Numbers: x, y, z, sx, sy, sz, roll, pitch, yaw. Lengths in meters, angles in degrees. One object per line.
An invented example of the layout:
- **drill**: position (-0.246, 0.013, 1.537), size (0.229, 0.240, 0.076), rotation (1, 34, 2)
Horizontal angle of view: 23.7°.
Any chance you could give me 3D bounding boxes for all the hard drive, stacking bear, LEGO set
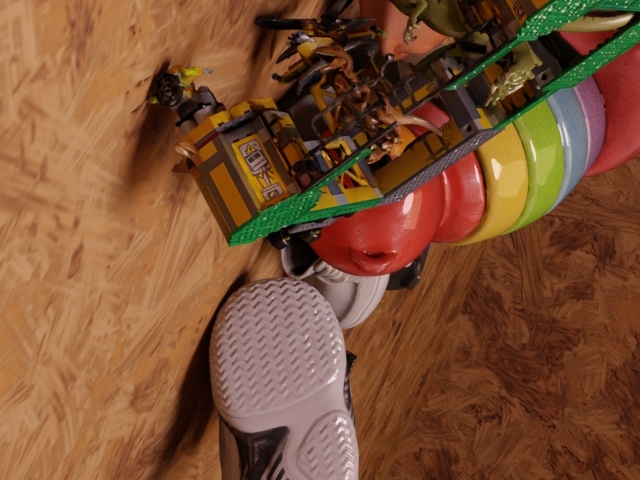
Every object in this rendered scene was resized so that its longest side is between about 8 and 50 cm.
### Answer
- **hard drive**: position (0.018, -0.090, 1.179), size (0.135, 0.022, 0.094), rotation (-41, 130, -40)
- **stacking bear**: position (0.101, -0.069, 1.151), size (0.289, 0.175, 0.164), rotation (-30, 150, -35)
- **LEGO set**: position (0.043, -0.154, 0.895), size (0.255, 0.192, 0.331), rotation (-16, 164, -49)

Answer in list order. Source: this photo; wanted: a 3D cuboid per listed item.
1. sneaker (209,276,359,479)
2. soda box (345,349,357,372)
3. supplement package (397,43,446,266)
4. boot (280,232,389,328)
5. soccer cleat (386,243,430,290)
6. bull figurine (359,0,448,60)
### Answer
- **sneaker**: position (-0.021, 0.225, 1.301), size (0.210, 0.137, 0.366), rotation (79, 7, -79)
- **soda box**: position (-0.024, 0.190, 1.671), size (0.169, 0.060, 0.053), rotation (-65, 168, 9)
- **supplement package**: position (0.082, -0.087, 1.408), size (0.105, 0.105, 0.179), rotation (-40, 154, -62)
- **boot**: position (0.000, 0.000, 1.315), size (0.123, 0.095, 0.258), rotation (-45, 151, -42)
- **soccer cleat**: position (0.086, -0.081, 1.561), size (0.121, 0.093, 0.289), rotation (-99, -162, -52)
- **bull figurine**: position (0.097, -0.273, 1.058), size (0.188, 0.101, 0.310), rotation (-48, 162, -46)
